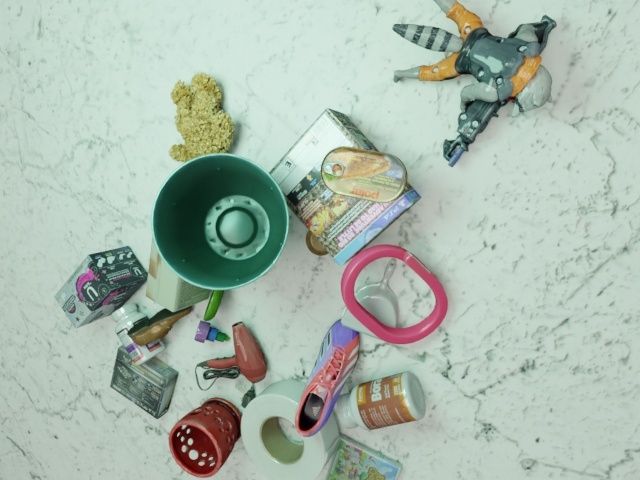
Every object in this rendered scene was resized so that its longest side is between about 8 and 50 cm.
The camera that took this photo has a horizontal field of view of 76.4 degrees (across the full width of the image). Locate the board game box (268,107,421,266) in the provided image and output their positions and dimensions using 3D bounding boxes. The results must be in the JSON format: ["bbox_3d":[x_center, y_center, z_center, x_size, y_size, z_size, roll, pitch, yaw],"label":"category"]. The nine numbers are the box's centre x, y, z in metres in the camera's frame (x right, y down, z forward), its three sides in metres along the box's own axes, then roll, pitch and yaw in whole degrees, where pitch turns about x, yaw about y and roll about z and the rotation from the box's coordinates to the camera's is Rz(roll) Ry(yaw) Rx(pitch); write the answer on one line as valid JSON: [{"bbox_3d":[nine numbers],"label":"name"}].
[{"bbox_3d":[0.055,-0.129,0.994,0.232,0.141,0.291,-43,84,23],"label":"board game box"}]

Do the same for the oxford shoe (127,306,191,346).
[{"bbox_3d":[-0.505,0.270,1.315,0.212,0.076,0.076,-28,114,-4],"label":"oxford shoe"}]

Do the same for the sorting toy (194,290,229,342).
[{"bbox_3d":[-0.268,0.177,1.227,0.126,0.127,0.365,20,114,-14],"label":"sorting toy"}]

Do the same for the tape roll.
[{"bbox_3d":[-0.093,0.569,1.211,0.286,0.100,0.286,3,98,25],"label":"tape roll"}]

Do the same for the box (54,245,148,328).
[{"bbox_3d":[-0.723,0.155,1.348,0.247,0.163,0.142,-41,83,24],"label":"box"}]

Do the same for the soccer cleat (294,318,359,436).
[{"bbox_3d":[0.020,0.360,1.073,0.109,0.116,0.318,23,82,11],"label":"soccer cleat"}]

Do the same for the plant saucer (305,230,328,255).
[{"bbox_3d":[0.000,0.000,1.111,0.083,0.015,0.083,5,103,20],"label":"plant saucer"}]

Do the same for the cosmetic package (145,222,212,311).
[{"bbox_3d":[-0.404,0.038,1.201,0.129,0.153,0.296,21,107,24],"label":"cosmetic package"}]

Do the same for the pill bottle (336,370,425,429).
[{"bbox_3d":[0.157,0.433,1.083,0.216,0.121,0.121,-24,92,24],"label":"pill bottle"}]

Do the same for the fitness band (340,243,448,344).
[{"bbox_3d":[0.180,0.135,0.991,0.209,0.054,0.291,-42,113,11],"label":"fitness band"}]

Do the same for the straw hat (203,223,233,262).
[{"bbox_3d":[-0.310,0.027,1.120,0.145,0.061,0.144,1,83,-5],"label":"straw hat"}]

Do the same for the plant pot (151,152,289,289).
[{"bbox_3d":[-0.219,-0.036,0.981,0.293,0.235,0.293,0,88,-3],"label":"plant pot"}]

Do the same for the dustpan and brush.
[{"bbox_3d":[0.155,0.148,1.067,0.147,0.060,0.211,20,114,4],"label":"dustpan and brush"}]

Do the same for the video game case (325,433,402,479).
[{"bbox_3d":[0.119,0.705,1.209,0.193,0.023,0.212,20,108,16],"label":"video game case"}]

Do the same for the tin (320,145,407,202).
[{"bbox_3d":[0.093,-0.142,0.879,0.190,0.040,0.106,15,102,18],"label":"tin"}]

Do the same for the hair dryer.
[{"bbox_3d":[-0.274,0.380,1.250,0.224,0.080,0.293,22,107,3],"label":"hair dryer"}]

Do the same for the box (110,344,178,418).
[{"bbox_3d":[-0.627,0.493,1.441,0.231,0.056,0.183,25,108,15],"label":"box"}]

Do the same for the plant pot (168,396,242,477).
[{"bbox_3d":[-0.349,0.612,1.291,0.191,0.174,0.191,5,103,21],"label":"plant pot"}]

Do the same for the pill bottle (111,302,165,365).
[{"bbox_3d":[-0.617,0.312,1.370,0.108,0.108,0.193,-33,88,24],"label":"pill bottle"}]

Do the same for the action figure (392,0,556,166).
[{"bbox_3d":[0.301,-0.332,0.841,0.330,0.178,0.341,32,109,23],"label":"action figure"}]

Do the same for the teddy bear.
[{"bbox_3d":[-0.334,-0.291,1.131,0.245,0.113,0.338,9,104,22],"label":"teddy bear"}]
